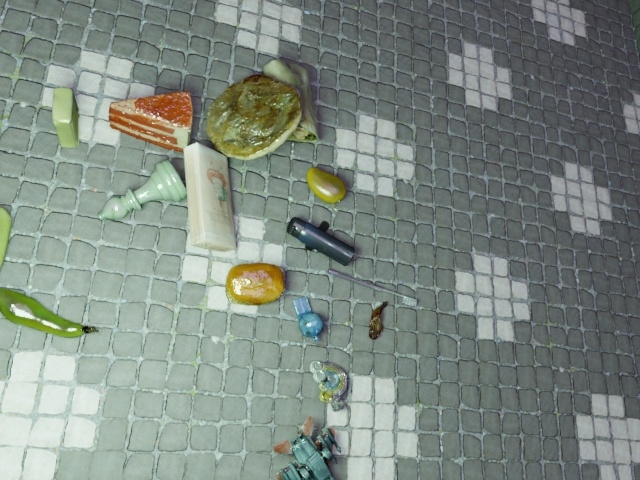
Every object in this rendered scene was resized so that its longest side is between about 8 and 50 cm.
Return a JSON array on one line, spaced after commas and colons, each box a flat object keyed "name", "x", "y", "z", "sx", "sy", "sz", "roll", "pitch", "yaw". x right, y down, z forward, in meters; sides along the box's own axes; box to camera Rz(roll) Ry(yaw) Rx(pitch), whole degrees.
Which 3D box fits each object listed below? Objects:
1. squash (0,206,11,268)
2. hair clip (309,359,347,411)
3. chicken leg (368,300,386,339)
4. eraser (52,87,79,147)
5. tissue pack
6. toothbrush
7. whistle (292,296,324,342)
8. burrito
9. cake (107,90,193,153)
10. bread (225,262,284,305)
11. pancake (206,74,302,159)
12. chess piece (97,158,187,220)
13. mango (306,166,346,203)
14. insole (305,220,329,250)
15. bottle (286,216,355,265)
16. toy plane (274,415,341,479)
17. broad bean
[{"name": "squash", "x": -0.923, "y": 0.022, "z": 1.465, "sx": 0.083, "sy": 0.083, "sz": 0.250, "roll": 9, "pitch": 74, "yaw": -17}, {"name": "hair clip", "x": 0.034, "y": 0.461, "z": 1.691, "sx": 0.116, "sy": 0.049, "sz": 0.172, "roll": -2, "pitch": 65, "yaw": -34}, {"name": "chicken leg", "x": 0.198, "y": 0.272, "z": 1.813, "sx": 0.062, "sy": 0.037, "sz": 0.145, "roll": 29, "pitch": 64, "yaw": -34}, {"name": "eraser", "x": -0.768, "y": -0.369, "z": 1.591, "sx": 0.058, "sy": 0.172, "sz": 0.117, "roll": 1, "pitch": 73, "yaw": -18}, {"name": "tissue pack", "x": -0.351, "y": -0.133, "z": 1.680, "sx": 0.170, "sy": 0.071, "sz": 0.326, "roll": 22, "pitch": 57, "yaw": -62}, {"name": "toothbrush", "x": 0.184, "y": 0.168, "z": 1.848, "sx": 0.353, "sy": 0.024, "sz": 0.029, "roll": 21, "pitch": 76, "yaw": -14}, {"name": "whistle", "x": -0.036, "y": 0.255, "z": 1.706, "sx": 0.090, "sy": 0.090, "sz": 0.158, "roll": -15, "pitch": 79, "yaw": -24}, {"name": "burrito", "x": -0.106, "y": -0.522, "z": 1.908, "sx": 0.190, "sy": 0.135, "sz": 0.332, "roll": -3, "pitch": 71, "yaw": -14}, {"name": "cake", "x": -0.532, "y": -0.417, "z": 1.703, "sx": 0.262, "sy": 0.158, "sz": 0.160, "roll": 18, "pitch": 64, "yaw": -12}, {"name": "bread", "x": -0.207, "y": 0.138, "z": 1.671, "sx": 0.190, "sy": 0.114, "sz": 0.132, "roll": -3, "pitch": 77, "yaw": -16}, {"name": "pancake", "x": -0.231, "y": -0.421, "z": 1.786, "sx": 0.356, "sy": 0.065, "sz": 0.356, "roll": -6, "pitch": 62, "yaw": 11}, {"name": "chess piece", "x": -0.561, "y": -0.134, "z": 1.633, "sx": 0.271, "sy": 0.139, "sz": 0.139, "roll": -31, "pitch": 85, "yaw": -14}, {"name": "mango", "x": 0.017, "y": -0.198, "z": 1.877, "sx": 0.161, "sy": 0.076, "sz": 0.103, "roll": 38, "pitch": 69, "yaw": -1}, {"name": "insole", "x": -0.011, "y": -0.016, "z": 1.847, "sx": 0.045, "sy": 0.002, "sz": 0.135, "roll": 37, "pitch": 65, "yaw": -7}, {"name": "bottle", "x": 0.000, "y": 0.000, "z": 1.805, "sx": 0.244, "sy": 0.072, "sz": 0.082, "roll": 29, "pitch": 29, "yaw": -11}, {"name": "toy plane", "x": 0.003, "y": 0.700, "z": 1.566, "sx": 0.223, "sy": 0.104, "sz": 0.326, "roll": -34, "pitch": 87, "yaw": -26}, {"name": "broad bean", "x": -0.776, "y": 0.213, "z": 1.466, "sx": 0.325, "sy": 0.067, "sz": 0.075, "roll": 24, "pitch": 97, "yaw": -13}]
